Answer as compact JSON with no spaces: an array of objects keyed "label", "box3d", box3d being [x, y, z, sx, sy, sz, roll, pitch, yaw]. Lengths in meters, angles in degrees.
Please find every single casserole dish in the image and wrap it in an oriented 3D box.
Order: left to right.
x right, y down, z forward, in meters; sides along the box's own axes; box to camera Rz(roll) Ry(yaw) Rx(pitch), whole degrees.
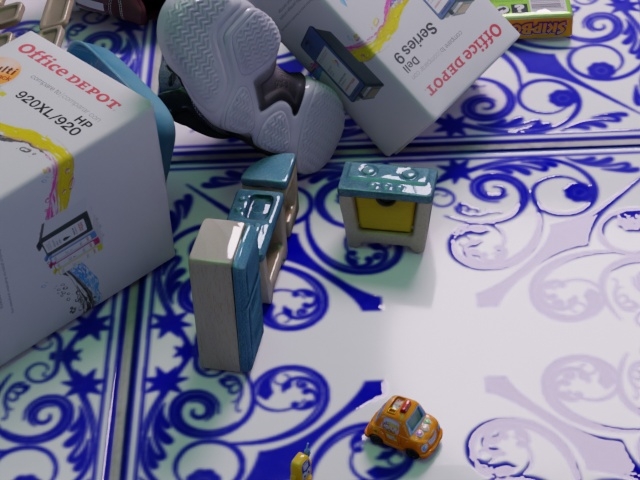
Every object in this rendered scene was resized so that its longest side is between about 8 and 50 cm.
[{"label":"casserole dish","box3d":[-0.183,-0.105,1.604,0.037,0.114,0.188,-9,38,-35]}]

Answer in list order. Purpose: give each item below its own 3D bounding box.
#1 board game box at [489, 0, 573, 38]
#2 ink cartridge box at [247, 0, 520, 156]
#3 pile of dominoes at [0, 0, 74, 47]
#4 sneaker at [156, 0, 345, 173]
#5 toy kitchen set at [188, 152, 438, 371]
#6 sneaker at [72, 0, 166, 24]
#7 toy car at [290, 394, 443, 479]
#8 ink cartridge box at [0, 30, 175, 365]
[{"label":"board game box","box3d":[0.183,-0.293,1.838,0.124,0.039,0.259,-3,44,1]},{"label":"ink cartridge box","box3d":[0.055,-0.207,1.633,0.212,0.093,0.154,49,56,-4]},{"label":"pile of dominoes","box3d":[-0.313,-0.210,1.742,0.196,0.040,0.251,-12,46,24]},{"label":"sneaker","box3d":[-0.098,-0.146,1.556,0.153,0.268,0.101,20,80,34]},{"label":"toy kitchen set","box3d":[0.000,0.000,1.461,0.166,0.122,0.207,6,43,10]},{"label":"sneaker","box3d":[-0.140,-0.312,1.844,0.163,0.106,0.281,25,59,21]},{"label":"toy car","box3d":[0.036,0.157,1.347,0.122,0.040,0.060,-33,50,-29]},{"label":"ink cartridge box","box3d":[-0.267,-0.031,1.477,0.233,0.168,0.171,-34,50,-31]}]
